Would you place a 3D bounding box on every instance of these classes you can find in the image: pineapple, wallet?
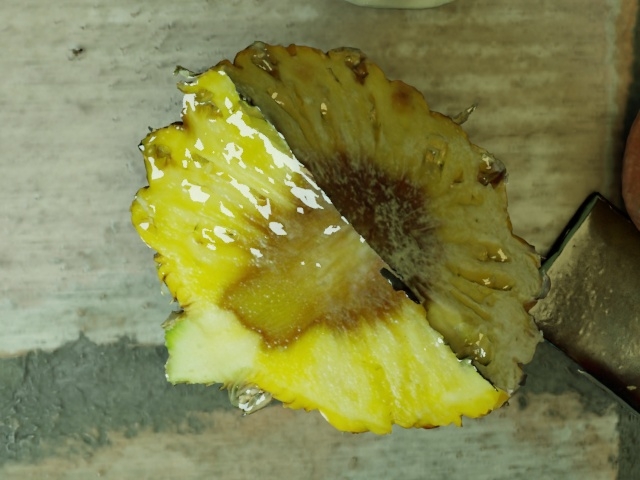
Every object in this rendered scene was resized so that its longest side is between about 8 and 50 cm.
[{"bbox_3d":[-0.002,0.002,1.175,0.344,0.286,0.209,48,46,-6],"label":"pineapple"},{"bbox_3d":[0.292,0.083,1.275,0.255,0.031,0.137,36,94,-12],"label":"wallet"}]

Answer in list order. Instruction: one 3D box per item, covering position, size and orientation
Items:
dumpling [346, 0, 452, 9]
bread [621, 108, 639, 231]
[{"bbox_3d":[0.103,-0.289,1.101,0.318,0.187,0.242,-7,110,-24],"label":"dumpling"},{"bbox_3d":[0.355,-0.077,1.182,0.123,0.190,0.244,34,71,-44],"label":"bread"}]
